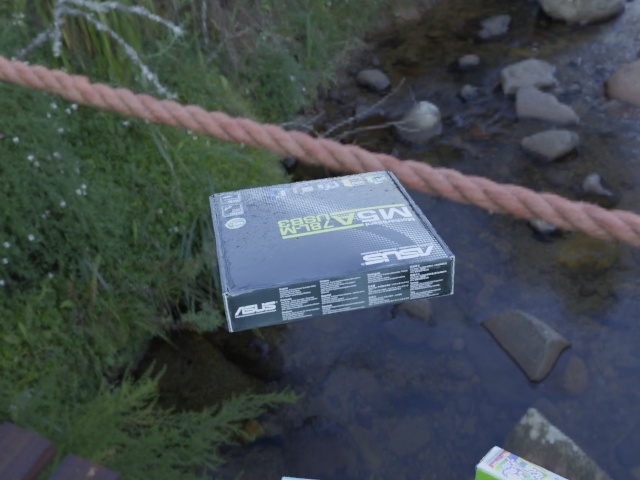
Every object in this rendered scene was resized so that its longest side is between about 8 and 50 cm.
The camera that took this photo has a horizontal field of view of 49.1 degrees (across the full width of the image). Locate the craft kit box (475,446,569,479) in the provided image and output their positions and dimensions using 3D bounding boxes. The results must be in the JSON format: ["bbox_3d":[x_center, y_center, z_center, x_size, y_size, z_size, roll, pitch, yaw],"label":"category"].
[{"bbox_3d":[0.265,0.379,0.734,0.250,0.246,0.061,20,28,32],"label":"craft kit box"}]

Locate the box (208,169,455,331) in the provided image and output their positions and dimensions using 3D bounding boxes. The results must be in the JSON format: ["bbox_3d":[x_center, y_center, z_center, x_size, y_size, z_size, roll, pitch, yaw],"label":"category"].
[{"bbox_3d":[0.000,0.000,0.634,0.191,0.045,0.184,-8,28,-7],"label":"box"}]

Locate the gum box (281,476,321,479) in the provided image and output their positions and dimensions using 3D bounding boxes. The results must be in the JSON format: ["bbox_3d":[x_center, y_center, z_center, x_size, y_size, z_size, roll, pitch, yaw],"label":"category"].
[{"bbox_3d":[0.054,0.268,0.525,0.184,0.041,0.157,3,62,6],"label":"gum box"}]
